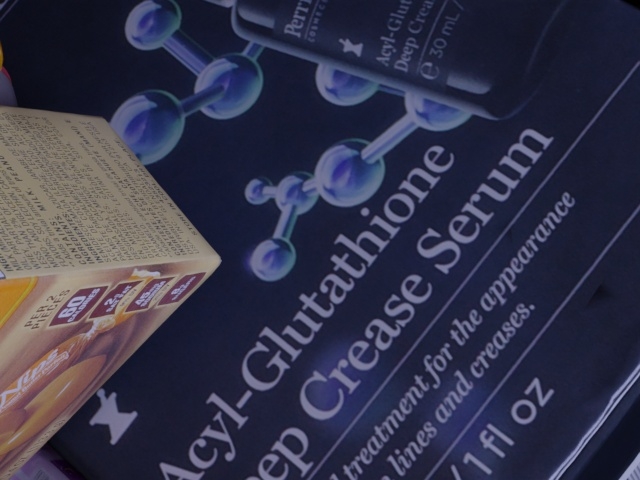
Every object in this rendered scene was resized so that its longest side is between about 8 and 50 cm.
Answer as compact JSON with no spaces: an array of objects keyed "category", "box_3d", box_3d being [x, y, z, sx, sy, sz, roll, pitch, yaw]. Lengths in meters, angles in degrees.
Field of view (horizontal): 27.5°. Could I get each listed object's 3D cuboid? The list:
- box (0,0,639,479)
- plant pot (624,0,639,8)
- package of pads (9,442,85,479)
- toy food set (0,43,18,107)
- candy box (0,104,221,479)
[{"category":"box","box_3d":[0.000,0.000,0.647,0.395,0.293,0.212,36,-5,29]},{"category":"plant pot","box_3d":[0.232,-0.104,0.812,0.276,0.276,0.254,37,48,29]},{"category":"package of pads","box_3d":[-0.103,0.129,0.610,0.083,0.032,0.050,36,9,23]},{"category":"toy food set","box_3d":[-0.215,-0.039,0.547,0.111,0.232,0.104,35,24,-47]},{"category":"candy box","box_3d":[-0.176,0.044,0.392,0.087,0.183,0.316,48,16,11]}]
